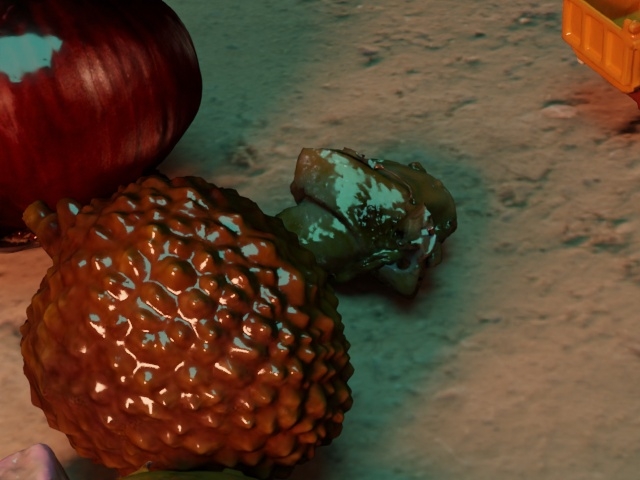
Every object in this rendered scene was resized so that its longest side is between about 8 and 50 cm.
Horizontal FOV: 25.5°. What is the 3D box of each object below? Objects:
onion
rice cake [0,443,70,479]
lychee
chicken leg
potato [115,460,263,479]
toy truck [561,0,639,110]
[{"bbox_3d":[-0.233,-0.131,1.022,0.273,0.285,0.273,-19,22,8],"label":"onion"},{"bbox_3d":[-0.214,0.266,0.713,0.064,0.070,0.399,4,41,14],"label":"rice cake"},{"bbox_3d":[-0.090,0.052,0.847,0.238,0.200,0.200,36,53,12],"label":"lychee"},{"bbox_3d":[0.000,-0.006,1.000,0.196,0.080,0.125,-6,54,-1],"label":"chicken leg"},{"bbox_3d":[-0.054,0.188,0.750,0.176,0.137,0.137,23,44,-1],"label":"potato"},{"bbox_3d":[0.327,-0.192,1.132,0.270,0.135,0.114,-21,43,-18],"label":"toy truck"}]
